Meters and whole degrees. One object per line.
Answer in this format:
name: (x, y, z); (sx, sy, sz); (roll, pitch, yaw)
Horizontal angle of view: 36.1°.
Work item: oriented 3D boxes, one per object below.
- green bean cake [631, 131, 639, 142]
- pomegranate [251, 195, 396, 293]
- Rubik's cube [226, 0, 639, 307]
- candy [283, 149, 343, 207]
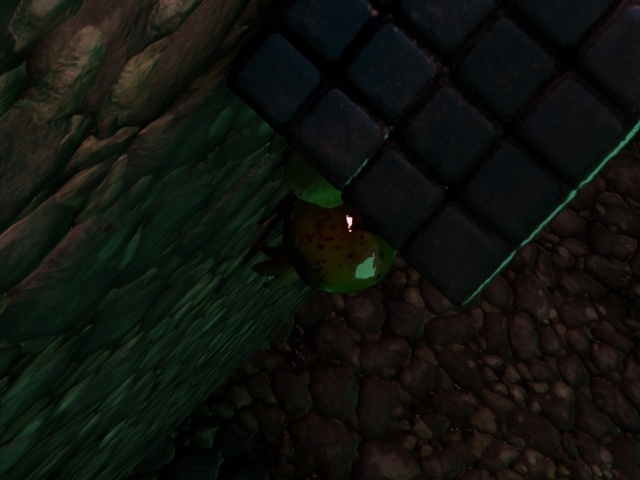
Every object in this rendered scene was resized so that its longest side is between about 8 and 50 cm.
green bean cake: (0.388, -0.320, 1.319); (0.218, 0.319, 0.335); (-15, 118, -47)
pomegranate: (0.004, -0.017, 1.827); (0.285, 0.231, 0.231); (2, -152, 36)
Rubik's cube: (0.168, -0.189, 1.043); (0.344, 0.337, 0.343); (-50, 173, 21)
candy: (0.074, -0.184, 1.422); (0.343, 0.132, 0.142); (-50, -168, 42)
